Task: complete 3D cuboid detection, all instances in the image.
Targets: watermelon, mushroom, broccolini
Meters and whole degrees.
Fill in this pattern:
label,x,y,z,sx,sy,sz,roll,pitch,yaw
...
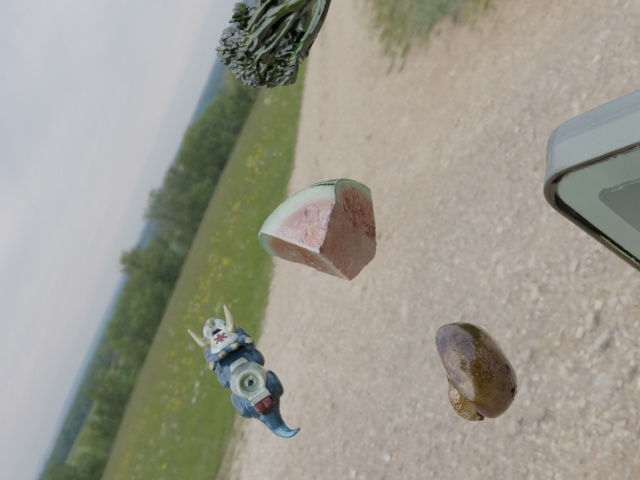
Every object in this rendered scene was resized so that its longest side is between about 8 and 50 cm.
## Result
label,x,y,z,sx,sy,sz,roll,pitch,yaw
watermelon,-0.004,-0.003,0.617,0.092,0.084,0.072,-34,54,29
mushroom,0.171,0.147,0.959,0.087,0.127,0.127,-37,13,6
broccolini,-0.018,-0.214,0.769,0.202,0.091,0.068,-37,7,39

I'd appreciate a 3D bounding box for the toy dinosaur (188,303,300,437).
label,x,y,z,sx,sy,sz,roll,pitch,yaw
toy dinosaur,-0.042,0.078,0.482,0.030,0.083,0.047,-34,0,-8

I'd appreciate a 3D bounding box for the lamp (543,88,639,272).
label,x,y,z,sx,sy,sz,roll,pitch,yaw
lamp,0.277,-0.010,0.366,0.266,0.269,0.047,-23,43,49
